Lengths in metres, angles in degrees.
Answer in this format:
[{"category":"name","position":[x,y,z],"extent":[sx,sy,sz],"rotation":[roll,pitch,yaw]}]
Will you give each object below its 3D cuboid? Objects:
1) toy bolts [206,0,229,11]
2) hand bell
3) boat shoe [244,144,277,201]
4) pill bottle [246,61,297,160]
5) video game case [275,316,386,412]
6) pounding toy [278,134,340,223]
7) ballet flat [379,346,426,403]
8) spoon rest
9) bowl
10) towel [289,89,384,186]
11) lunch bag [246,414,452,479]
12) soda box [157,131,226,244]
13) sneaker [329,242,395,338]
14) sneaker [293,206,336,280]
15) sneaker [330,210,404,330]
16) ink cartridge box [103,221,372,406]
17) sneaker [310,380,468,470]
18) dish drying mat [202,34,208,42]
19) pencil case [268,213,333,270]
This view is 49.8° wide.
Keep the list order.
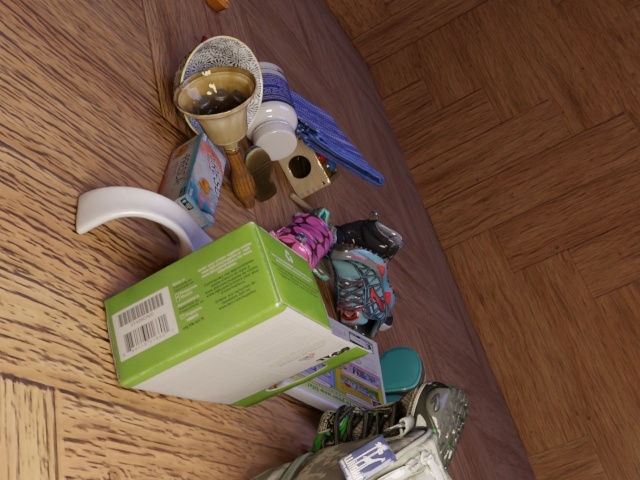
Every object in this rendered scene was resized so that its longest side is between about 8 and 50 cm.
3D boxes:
[{"category":"toy bolts","position":[-0.226,-0.666,1.565],"extent":[0.218,0.159,0.228],"rotation":[51,20,-37]},{"category":"hand bell","position":[-0.141,-0.143,1.106],"extent":[0.242,0.126,0.126],"rotation":[80,-1,-47]},{"category":"boat shoe","position":[-0.115,-0.123,1.226],"extent":[0.049,0.056,0.152],"rotation":[50,-16,24]},{"category":"pill bottle","position":[-0.106,-0.256,1.380],"extent":[0.112,0.112,0.186],"rotation":[42,26,-52]},{"category":"video game case","position":[0.017,0.196,1.094],"extent":[0.212,0.023,0.193],"rotation":[31,30,-26]},{"category":"pounding toy","position":[-0.011,-0.136,1.523],"extent":[0.206,0.094,0.181],"rotation":[61,16,-7]},{"category":"ballet flat","position":[0.138,0.319,1.278],"extent":[0.123,0.123,0.348],"rotation":[60,16,-11]},{"category":"spoon rest","position":[-0.160,0.025,0.821],"extent":[0.276,0.084,0.137],"rotation":[45,24,-46]},{"category":"bowl","position":[-0.183,-0.251,1.136],"extent":[0.080,0.170,0.170],"rotation":[19,-18,40]},{"category":"towel","position":[0.001,-0.258,1.544],"extent":[0.243,0.040,0.336],"rotation":[26,22,-39]},{"category":"lunch bag","position":[0.049,0.344,0.658],"extent":[0.305,0.256,0.212],"rotation":[64,16,3]},{"category":"soda box","position":[-0.179,-0.077,0.957],"extent":[0.058,0.063,0.183],"rotation":[52,20,-30]},{"category":"sneaker","position":[0.080,0.108,1.365],"extent":[0.261,0.104,0.125],"rotation":[59,47,-47]},{"category":"sneaker","position":[0.000,0.000,1.376],"extent":[0.065,0.076,0.166],"rotation":[38,30,-55]},{"category":"sneaker","position":[0.129,0.066,1.537],"extent":[0.268,0.153,0.101],"rotation":[61,16,-7]},{"category":"ink cartridge box","position":[-0.079,0.100,0.768],"extent":[0.255,0.189,0.097],"rotation":[38,28,-60]},{"category":"sneaker","position":[0.064,0.259,0.839],"extent":[0.146,0.343,0.134],"rotation":[33,50,3]},{"category":"dish drying mat","position":[-0.228,-0.385,1.391],"extent":[0.032,0.008,0.083],"rotation":[51,20,-33]},{"category":"pencil case","position":[-0.038,0.007,1.233],"extent":[0.098,0.095,0.209],"rotation":[46,15,-1]}]
